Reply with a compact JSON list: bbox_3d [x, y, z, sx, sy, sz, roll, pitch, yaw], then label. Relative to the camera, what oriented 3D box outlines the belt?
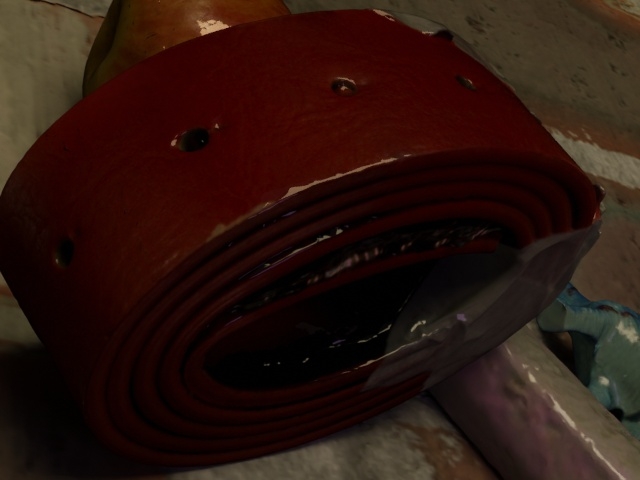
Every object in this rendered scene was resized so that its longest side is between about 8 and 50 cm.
[{"bbox_3d":[0.000,0.000,0.774,0.324,0.227,0.115,-9,52,-38],"label":"belt"}]

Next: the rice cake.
[{"bbox_3d":[0.095,0.070,0.906,0.056,0.072,0.365,-11,54,-49],"label":"rice cake"}]

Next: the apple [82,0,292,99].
[{"bbox_3d":[-0.073,-0.102,0.930,0.146,0.146,0.146,21,35,-16],"label":"apple"}]

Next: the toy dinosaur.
[{"bbox_3d":[0.209,0.092,0.964,0.329,0.076,0.144,38,25,28],"label":"toy dinosaur"}]
